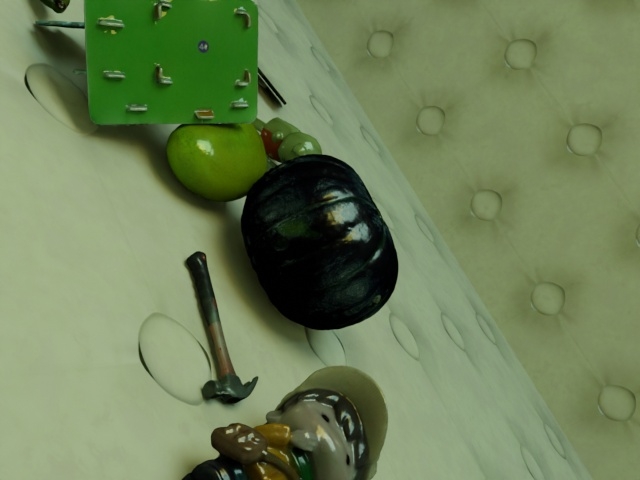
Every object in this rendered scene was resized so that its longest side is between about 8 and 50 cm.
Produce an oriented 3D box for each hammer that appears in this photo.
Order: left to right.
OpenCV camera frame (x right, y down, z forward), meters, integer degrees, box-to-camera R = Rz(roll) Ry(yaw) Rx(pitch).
[{"bbox_3d":[-0.173,0.133,1.087,0.111,0.033,0.287,29,32,-50],"label":"hammer"}]

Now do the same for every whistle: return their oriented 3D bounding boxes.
[{"bbox_3d":[-0.095,-0.257,1.768,0.288,0.106,0.131,35,4,36],"label":"whistle"}]

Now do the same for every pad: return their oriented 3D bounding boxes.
[{"bbox_3d":[-0.202,-0.503,2.051,0.250,0.055,0.323,51,20,-11],"label":"pad"}]

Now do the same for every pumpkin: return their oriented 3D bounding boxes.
[{"bbox_3d":[0.000,0.000,1.335,0.363,0.266,0.363,58,13,-22],"label":"pumpkin"}]

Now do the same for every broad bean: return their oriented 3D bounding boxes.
[{"bbox_3d":[-0.516,-0.480,1.255,0.070,0.048,0.213,4,40,-44],"label":"broad bean"}]

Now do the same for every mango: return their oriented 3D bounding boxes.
[{"bbox_3d":[-0.205,-0.163,1.338,0.185,0.149,0.273,60,23,-12],"label":"mango"}]

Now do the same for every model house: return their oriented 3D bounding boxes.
[{"bbox_3d":[-0.342,-0.344,1.276,0.358,0.313,0.242,-11,107,-37],"label":"model house"}]

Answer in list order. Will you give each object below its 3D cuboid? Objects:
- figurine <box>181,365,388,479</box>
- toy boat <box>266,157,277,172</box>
[{"bbox_3d":[-0.051,0.313,0.932,0.332,0.204,0.185,-18,73,-40],"label":"figurine"},{"bbox_3d":[-0.135,-0.179,1.666,0.293,0.055,0.093,35,26,-43],"label":"toy boat"}]
